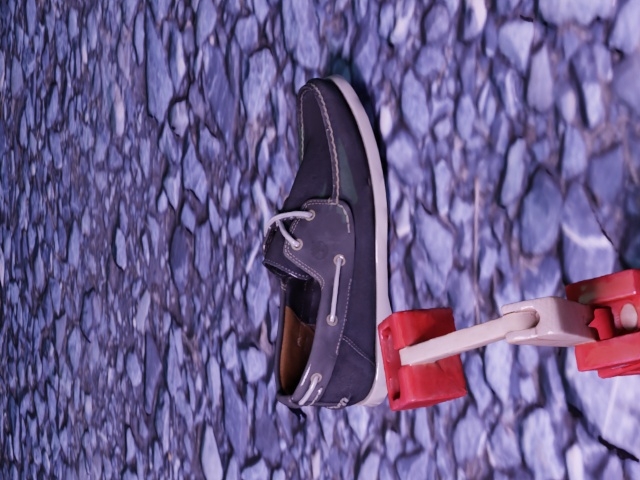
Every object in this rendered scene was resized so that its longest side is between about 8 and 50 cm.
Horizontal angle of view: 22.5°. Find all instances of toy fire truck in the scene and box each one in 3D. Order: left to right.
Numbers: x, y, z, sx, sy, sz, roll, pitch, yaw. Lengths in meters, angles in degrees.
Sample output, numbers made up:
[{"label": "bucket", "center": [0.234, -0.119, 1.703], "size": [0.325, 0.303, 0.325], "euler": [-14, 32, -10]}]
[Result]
[{"label": "toy fire truck", "center": [0.122, 0.039, 0.761], "size": [0.192, 0.135, 0.047], "euler": [147, 117, -63]}]

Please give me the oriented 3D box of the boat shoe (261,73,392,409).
[{"label": "boat shoe", "center": [0.000, 0.000, 1.105], "size": [0.084, 0.079, 0.233], "euler": [171, 98, -67]}]
